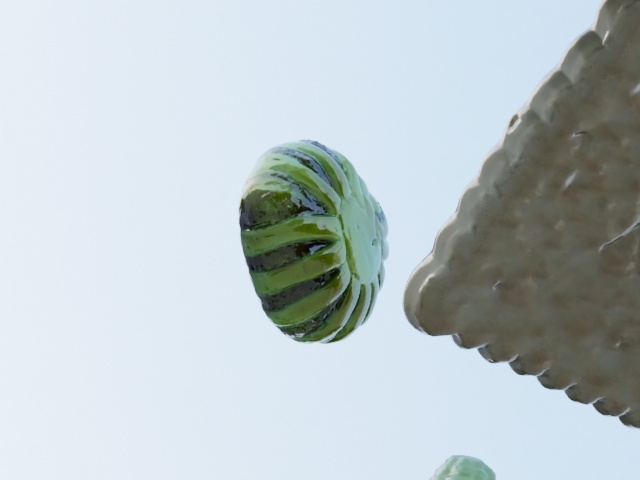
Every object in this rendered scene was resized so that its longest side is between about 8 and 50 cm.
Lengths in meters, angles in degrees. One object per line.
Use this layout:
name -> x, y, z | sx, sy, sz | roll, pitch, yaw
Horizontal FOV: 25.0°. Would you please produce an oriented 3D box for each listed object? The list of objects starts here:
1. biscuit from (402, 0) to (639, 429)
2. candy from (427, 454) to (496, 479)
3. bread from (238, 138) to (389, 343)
biscuit -> 0.220, 0.015, 0.755 | 0.324, 0.044, 0.217 | 24, -67, -23
candy -> 0.080, 0.237, 0.950 | 0.096, 0.209, 0.097 | 12, -31, 7
bread -> 0.000, 0.000, 0.936 | 0.071, 0.130, 0.139 | -3, -57, 28
